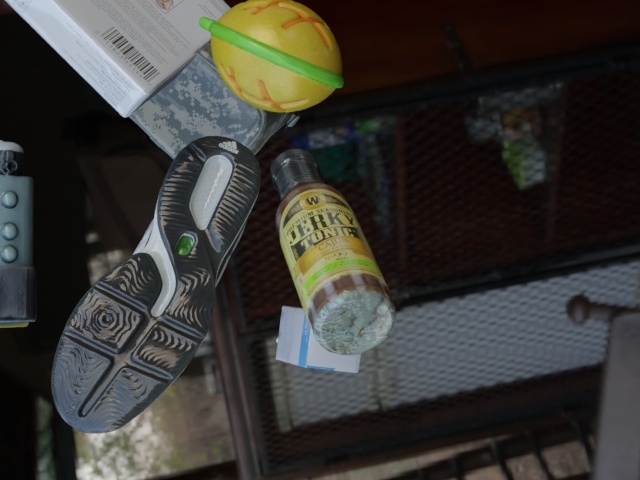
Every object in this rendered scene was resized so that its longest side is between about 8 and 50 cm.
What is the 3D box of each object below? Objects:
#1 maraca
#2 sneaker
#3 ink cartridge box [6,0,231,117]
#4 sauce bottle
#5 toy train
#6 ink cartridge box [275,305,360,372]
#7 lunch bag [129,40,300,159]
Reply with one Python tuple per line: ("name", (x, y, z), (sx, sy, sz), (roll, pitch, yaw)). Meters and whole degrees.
("maraca", (-0.046, -0.172, 1.019), (0.099, 0.127, 0.186), (-64, 26, 7))
("sneaker", (-0.215, 0.090, 1.586), (0.447, 0.169, 0.257), (-62, -5, -21))
("ink cartridge box", (-0.284, -0.337, 1.490), (0.296, 0.066, 0.261), (46, -140, -7))
("sauce bottle", (0.000, 0.000, 1.466), (0.344, 0.111, 0.111), (-115, 14, -49))
("toy train", (-0.537, -0.003, 1.839), (0.190, 0.142, 0.333), (-4, 85, 55))
("ink cartridge box", (-0.006, 0.152, 1.753), (0.143, 0.092, 0.090), (-178, 96, -65))
("lunch bag", (-0.198, -0.284, 2.021), (0.305, 0.212, 0.256), (41, -151, 2))
